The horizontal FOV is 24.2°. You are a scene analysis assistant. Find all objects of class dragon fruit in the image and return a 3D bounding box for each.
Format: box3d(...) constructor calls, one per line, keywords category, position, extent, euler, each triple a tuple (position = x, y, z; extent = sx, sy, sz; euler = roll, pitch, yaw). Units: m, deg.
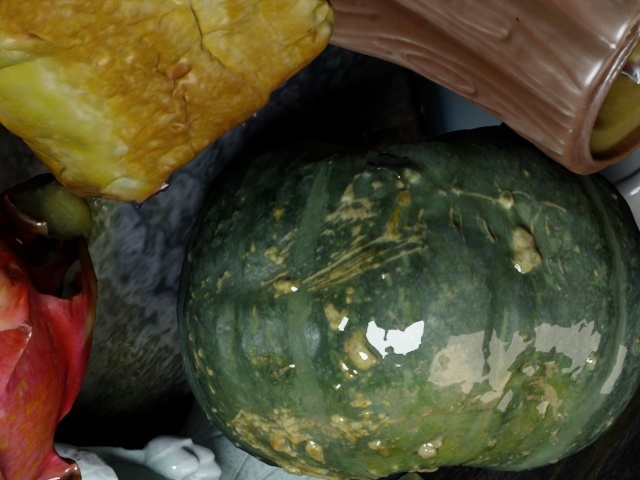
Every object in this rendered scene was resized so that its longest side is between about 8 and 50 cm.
box3d(category="dragon fruit", position=(-0.222, 0.049, 0.725), extent=(0.243, 0.307, 0.227), euler=(22, 122, -31))

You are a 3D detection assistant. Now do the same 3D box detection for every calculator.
box3d(category="calculator", position=(0.130, -0.143, 1.228), extent=(0.121, 0.039, 0.210), euler=(-43, 156, -10))

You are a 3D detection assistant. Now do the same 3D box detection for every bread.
box3d(category="bread", position=(-0.128, -0.149, 0.656), extent=(0.195, 0.149, 0.344), euler=(-36, 157, 2))

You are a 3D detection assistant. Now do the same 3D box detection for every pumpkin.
box3d(category="pumpkin", position=(0.065, 0.044, 1.063), extent=(0.327, 0.291, 0.257), euler=(-5, 94, -35))

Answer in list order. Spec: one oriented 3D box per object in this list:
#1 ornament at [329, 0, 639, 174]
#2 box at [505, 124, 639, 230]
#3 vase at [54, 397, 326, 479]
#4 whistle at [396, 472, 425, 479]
box3d(category="ornament", position=(0.142, -0.168, 0.988), extent=(0.235, 0.217, 0.221), euler=(-49, 157, 0))
box3d(category="box", position=(0.308, -0.072, 1.370), extent=(0.206, 0.291, 0.262), euler=(34, 56, -53))
box3d(category="vase", position=(-0.165, 0.253, 1.123), extent=(0.445, 0.250, 0.250), euler=(-23, 146, -49))
box3d(category="whistle", position=(0.110, 0.400, 1.792), extent=(0.068, 0.057, 0.326), euler=(-49, -159, 22))
